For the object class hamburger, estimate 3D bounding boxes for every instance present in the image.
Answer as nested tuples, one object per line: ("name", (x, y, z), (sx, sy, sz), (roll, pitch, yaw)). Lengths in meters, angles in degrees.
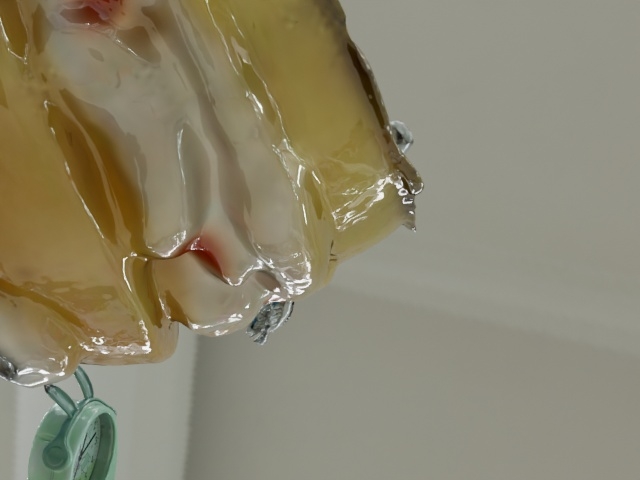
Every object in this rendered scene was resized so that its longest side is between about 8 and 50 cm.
("hamburger", (-0.104, -0.069, 0.832), (0.237, 0.276, 0.276), (-25, -80, -2))

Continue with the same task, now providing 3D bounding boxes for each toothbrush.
("toothbrush", (0.000, 0.000, 1.158), (0.024, 0.026, 0.288), (44, -30, 5))

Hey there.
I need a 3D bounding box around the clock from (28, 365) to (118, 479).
("clock", (-0.199, 0.169, 1.541), (0.041, 0.101, 0.135), (12, -68, 17))
